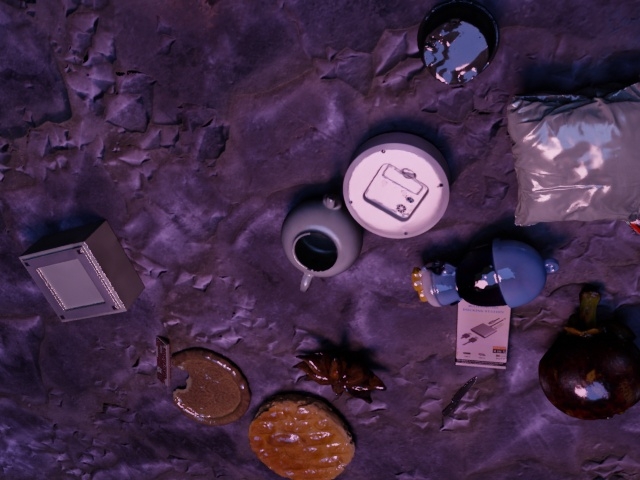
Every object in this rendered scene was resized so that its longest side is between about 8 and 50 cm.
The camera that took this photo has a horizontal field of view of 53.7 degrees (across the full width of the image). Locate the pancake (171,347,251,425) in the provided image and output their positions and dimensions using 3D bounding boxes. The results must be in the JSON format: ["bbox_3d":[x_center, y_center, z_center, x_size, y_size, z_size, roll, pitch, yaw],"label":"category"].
[{"bbox_3d":[-0.339,0.439,1.873,0.288,0.033,0.286,-35,108,30],"label":"pancake"}]

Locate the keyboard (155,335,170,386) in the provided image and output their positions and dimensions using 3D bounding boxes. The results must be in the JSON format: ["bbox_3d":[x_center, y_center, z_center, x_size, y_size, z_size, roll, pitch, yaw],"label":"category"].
[{"bbox_3d":[-0.461,0.357,1.850,0.055,0.017,0.166,29,128,30],"label":"keyboard"}]

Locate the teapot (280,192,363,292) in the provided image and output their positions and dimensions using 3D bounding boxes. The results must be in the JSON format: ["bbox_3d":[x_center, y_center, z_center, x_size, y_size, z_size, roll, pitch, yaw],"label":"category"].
[{"bbox_3d":[0.000,0.000,1.460,0.193,0.129,0.294,20,123,3],"label":"teapot"}]

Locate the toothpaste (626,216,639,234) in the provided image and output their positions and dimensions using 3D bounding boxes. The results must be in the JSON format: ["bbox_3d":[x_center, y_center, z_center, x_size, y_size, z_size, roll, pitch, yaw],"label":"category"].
[{"bbox_3d":[0.699,-0.090,1.280,0.071,0.045,0.193,42,128,-2],"label":"toothpaste"}]

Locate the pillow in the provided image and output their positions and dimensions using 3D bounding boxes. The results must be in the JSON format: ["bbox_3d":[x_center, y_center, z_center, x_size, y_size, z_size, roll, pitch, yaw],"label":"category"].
[{"bbox_3d":[0.506,-0.161,1.226,0.283,0.138,0.310,-8,121,19],"label":"pillow"}]

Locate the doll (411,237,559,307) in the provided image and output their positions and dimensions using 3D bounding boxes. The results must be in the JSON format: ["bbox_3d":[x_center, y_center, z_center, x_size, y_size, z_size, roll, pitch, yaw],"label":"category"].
[{"bbox_3d":[0.366,0.077,1.407,0.314,0.141,0.177,-9,136,25],"label":"doll"}]

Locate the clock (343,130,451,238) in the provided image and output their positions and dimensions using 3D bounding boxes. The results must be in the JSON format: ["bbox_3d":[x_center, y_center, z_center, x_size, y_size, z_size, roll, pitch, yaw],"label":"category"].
[{"bbox_3d":[0.167,-0.118,1.374,0.230,0.083,0.230,5,120,8],"label":"clock"}]

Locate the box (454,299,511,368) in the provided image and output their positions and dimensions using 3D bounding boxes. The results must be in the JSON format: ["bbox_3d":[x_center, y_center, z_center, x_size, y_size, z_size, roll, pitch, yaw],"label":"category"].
[{"bbox_3d":[0.394,0.209,1.542,0.129,0.033,0.247,2,121,14],"label":"box"}]

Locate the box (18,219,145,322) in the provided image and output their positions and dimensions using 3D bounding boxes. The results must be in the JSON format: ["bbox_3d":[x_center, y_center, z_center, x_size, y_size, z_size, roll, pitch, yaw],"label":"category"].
[{"bbox_3d":[-0.634,0.091,1.686,0.225,0.117,0.225,-12,117,21],"label":"box"}]

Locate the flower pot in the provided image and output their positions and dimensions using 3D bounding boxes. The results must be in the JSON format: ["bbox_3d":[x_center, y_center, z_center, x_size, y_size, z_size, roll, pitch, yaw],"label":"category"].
[{"bbox_3d":[0.256,-0.365,1.187,0.157,0.107,0.157,6,120,10],"label":"flower pot"}]

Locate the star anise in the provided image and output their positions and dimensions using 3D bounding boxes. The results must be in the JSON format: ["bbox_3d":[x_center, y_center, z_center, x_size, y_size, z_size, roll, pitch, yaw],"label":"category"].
[{"bbox_3d":[0.053,0.340,1.678,0.272,0.102,0.272,16,149,10],"label":"star anise"}]

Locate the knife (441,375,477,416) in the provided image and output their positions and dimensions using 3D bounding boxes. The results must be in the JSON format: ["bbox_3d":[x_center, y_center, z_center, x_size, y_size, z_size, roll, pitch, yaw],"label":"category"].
[{"bbox_3d":[0.370,0.417,1.690,0.023,0.010,0.170,25,122,-8],"label":"knife"}]

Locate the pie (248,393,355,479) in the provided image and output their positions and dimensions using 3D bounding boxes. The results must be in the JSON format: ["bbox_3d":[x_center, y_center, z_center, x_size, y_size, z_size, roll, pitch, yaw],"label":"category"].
[{"bbox_3d":[-0.059,0.586,1.865,0.340,0.083,0.339,6,123,9],"label":"pie"}]

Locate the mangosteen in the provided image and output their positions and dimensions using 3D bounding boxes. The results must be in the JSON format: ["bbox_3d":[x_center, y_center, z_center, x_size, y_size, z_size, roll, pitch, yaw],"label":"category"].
[{"bbox_3d":[0.605,0.259,1.432,0.231,0.231,0.289,-14,83,22],"label":"mangosteen"}]
